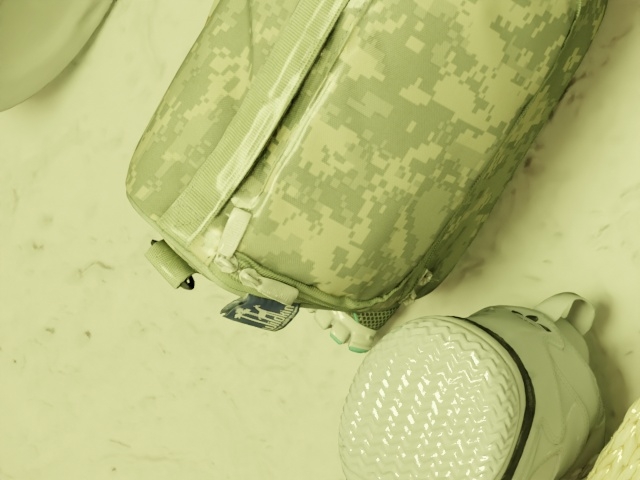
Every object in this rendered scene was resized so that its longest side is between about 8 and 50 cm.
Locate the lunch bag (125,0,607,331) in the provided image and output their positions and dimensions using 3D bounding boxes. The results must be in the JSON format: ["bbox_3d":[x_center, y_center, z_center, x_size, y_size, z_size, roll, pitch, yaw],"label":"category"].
[{"bbox_3d":[0.021,-0.104,1.161,0.212,0.256,0.305,35,101,17],"label":"lunch bag"}]

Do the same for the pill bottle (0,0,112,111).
[{"bbox_3d":[-0.333,-0.271,1.366,0.361,0.204,0.204,38,113,17],"label":"pill bottle"}]

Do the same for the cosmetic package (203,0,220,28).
[{"bbox_3d":[-0.065,-0.115,1.348,0.060,0.041,0.115,29,109,20],"label":"cosmetic package"}]

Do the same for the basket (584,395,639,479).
[{"bbox_3d":[0.232,0.175,1.207,0.103,0.113,0.167,38,113,21],"label":"basket"}]

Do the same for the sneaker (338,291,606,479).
[{"bbox_3d":[0.081,0.194,1.230,0.137,0.210,0.366,32,118,25],"label":"sneaker"}]

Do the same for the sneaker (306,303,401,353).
[{"bbox_3d":[0.000,0.000,1.332,0.076,0.065,0.166,-44,81,9],"label":"sneaker"}]
